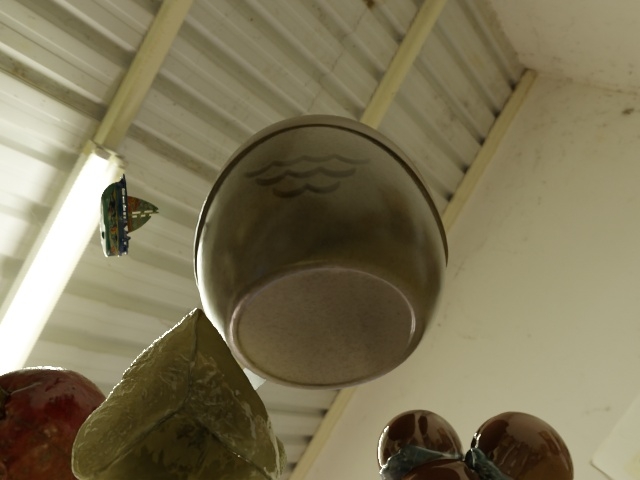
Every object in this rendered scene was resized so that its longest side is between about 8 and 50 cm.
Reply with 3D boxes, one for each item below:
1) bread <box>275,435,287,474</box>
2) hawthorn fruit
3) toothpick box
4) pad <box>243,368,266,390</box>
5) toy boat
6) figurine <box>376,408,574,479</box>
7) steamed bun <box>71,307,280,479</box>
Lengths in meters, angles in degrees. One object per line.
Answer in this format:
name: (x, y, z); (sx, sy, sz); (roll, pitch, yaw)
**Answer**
bread: (-0.205, 0.608, 1.431); (0.257, 0.186, 0.124); (-18, -90, -23)
hawthorn fruit: (-0.487, 0.342, 0.917); (0.258, 0.258, 0.262); (-48, -16, -10)
toothpick box: (0.000, 0.000, 0.921); (0.409, 0.425, 0.409); (-2, -49, -2)
pad: (-0.150, 0.302, 1.196); (0.266, 0.176, 0.002); (-37, -81, -36)
toy boat: (-0.375, -0.054, 1.059); (0.110, 0.091, 0.175); (-8, -53, -29)
figurine: (0.115, 0.353, 0.637); (0.388, 0.277, 0.248); (2, -100, -46)
steamed bun: (-0.163, 0.217, 0.606); (0.212, 0.231, 0.110); (-29, -11, -27)
